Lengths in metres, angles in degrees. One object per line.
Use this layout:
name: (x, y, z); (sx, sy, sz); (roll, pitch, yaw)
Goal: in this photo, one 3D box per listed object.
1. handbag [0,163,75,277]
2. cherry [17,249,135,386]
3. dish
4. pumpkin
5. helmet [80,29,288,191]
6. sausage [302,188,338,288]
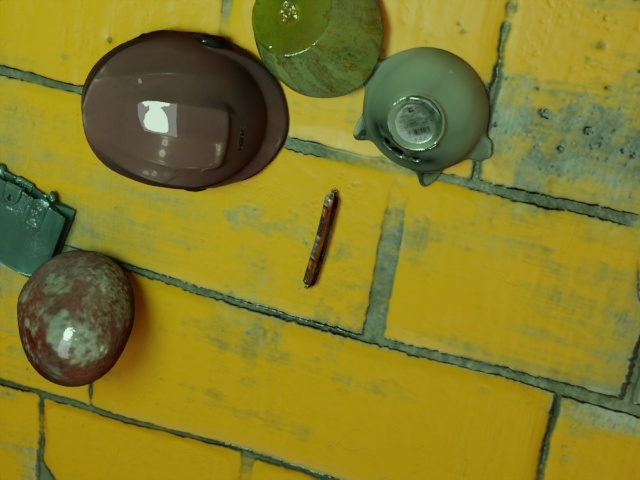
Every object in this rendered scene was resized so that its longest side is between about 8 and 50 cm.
handbag: (-0.588, -0.048, 1.832); (0.229, 0.062, 0.179); (31, 117, 3)
cherry: (-0.445, 0.136, 1.777); (0.213, 0.285, 0.236); (-9, 126, -17)
dish: (0.154, -0.182, 1.524); (0.236, 0.086, 0.228); (15, 115, 12)
pumpkin: (-0.022, -0.327, 1.505); (0.217, 0.110, 0.217); (6, 102, 27)
helmet: (-0.241, -0.201, 1.585); (0.338, 0.197, 0.271); (19, 114, 11)
sausage: (0.000, 0.000, 1.684); (0.028, 0.025, 0.198); (36, 122, 37)
